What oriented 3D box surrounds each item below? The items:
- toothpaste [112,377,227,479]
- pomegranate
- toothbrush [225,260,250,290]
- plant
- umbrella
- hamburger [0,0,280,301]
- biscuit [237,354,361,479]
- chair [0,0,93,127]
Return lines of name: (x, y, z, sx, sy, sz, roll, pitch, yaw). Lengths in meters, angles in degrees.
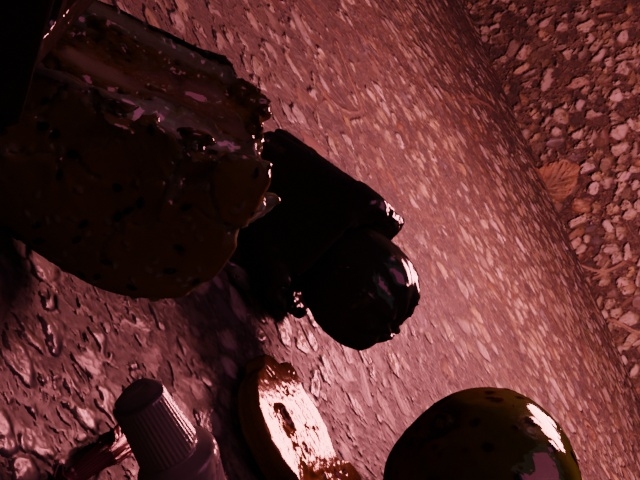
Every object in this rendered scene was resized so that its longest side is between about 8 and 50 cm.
toothpaste: (-0.082, 0.223, 1.054, 0.099, 0.068, 0.282, -50, 128, -39)
pomegranate: (0.173, 0.296, 1.459, 0.231, 0.230, 0.286, -89, 175, -56)
toothbrush: (-0.125, -0.003, 1.348, 0.194, 0.014, 0.017, 45, 27, -41)
plant: (0.000, 0.000, 1.447, 0.256, 0.164, 0.142, 48, 2, 16)
umbrella: (-0.158, 0.156, 1.012, 0.025, 0.027, 0.165, 18, 15, 13)
hamburger: (-0.172, -0.070, 1.074, 0.288, 0.192, 0.168, 21, 23, -12)
biscuit: (-0.013, 0.224, 1.283, 0.249, 0.035, 0.184, 62, 17, 5)
chair: (-0.262, -0.186, 0.820, 0.240, 0.203, 0.416, 19, 31, -10)
